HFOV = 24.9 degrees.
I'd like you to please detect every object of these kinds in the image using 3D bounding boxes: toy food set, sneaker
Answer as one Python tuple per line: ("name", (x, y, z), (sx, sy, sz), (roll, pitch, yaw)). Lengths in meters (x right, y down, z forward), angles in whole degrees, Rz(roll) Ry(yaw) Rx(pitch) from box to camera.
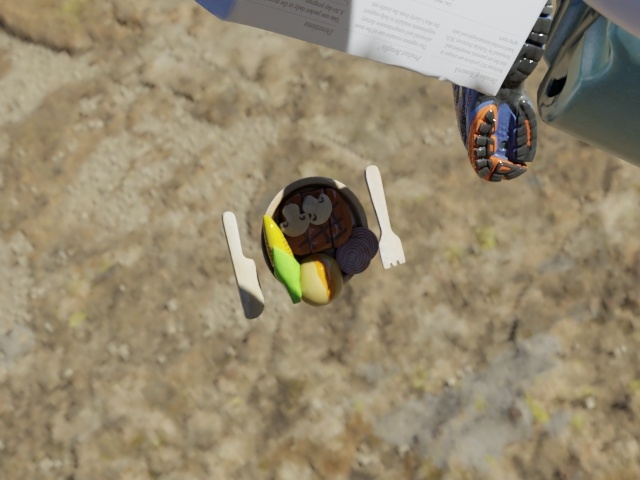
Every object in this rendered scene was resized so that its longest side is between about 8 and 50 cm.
("toy food set", (0.000, 0.000, 1.493), (0.192, 0.132, 0.038), (-20, 13, -23))
("sneaker", (0.152, -0.165, 1.326), (0.083, 0.221, 0.087), (-8, 32, -20))

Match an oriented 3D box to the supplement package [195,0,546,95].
("supplement package", (0.002, -0.217, 0.910), (0.204, 0.262, 0.145), (41, 111, 36))

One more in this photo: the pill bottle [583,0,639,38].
("pill bottle", (0.229, -0.264, 0.484), (0.229, 0.407, 0.229), (13, 37, -10))

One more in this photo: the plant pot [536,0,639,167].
("plant pot", (0.349, -0.143, 1.006), (0.334, 0.341, 0.341), (19, 50, -4))
